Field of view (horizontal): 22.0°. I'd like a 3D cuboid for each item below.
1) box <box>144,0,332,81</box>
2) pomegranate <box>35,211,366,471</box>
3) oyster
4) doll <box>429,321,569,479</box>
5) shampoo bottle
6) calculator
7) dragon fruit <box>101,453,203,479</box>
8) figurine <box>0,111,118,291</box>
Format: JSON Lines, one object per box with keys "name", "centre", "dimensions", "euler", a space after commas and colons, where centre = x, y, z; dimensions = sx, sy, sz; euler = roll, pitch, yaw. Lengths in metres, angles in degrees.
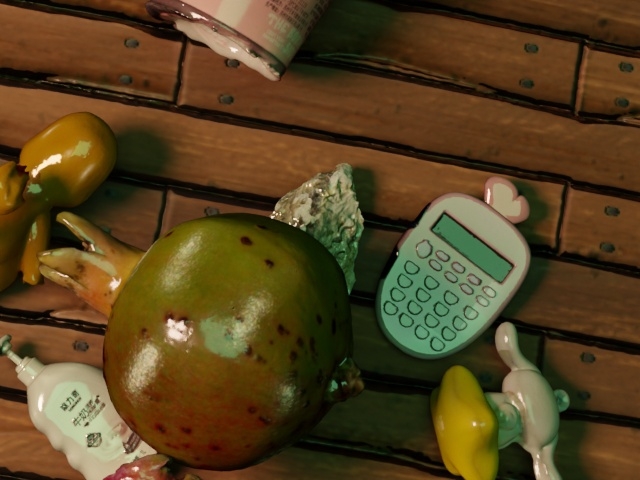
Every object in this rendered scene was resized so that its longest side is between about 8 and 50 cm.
{"name": "box", "centre": [-0.054, -0.209, 1.292], "dimensions": [0.151, 0.151, 0.135], "euler": [30, 89, -3]}
{"name": "pomegranate", "centre": [-0.089, 0.056, 1.213], "dimensions": [0.246, 0.198, 0.198], "euler": [41, 78, -16]}
{"name": "oyster", "centre": [0.001, 0.000, 1.319], "dimensions": [0.098, 0.037, 0.100], "euler": [-26, 86, -10]}
{"name": "doll", "centre": [0.147, 0.131, 1.309], "dimensions": [0.113, 0.071, 0.135], "euler": [11, 76, -14]}
{"name": "shampoo bottle", "centre": [-0.192, 0.125, 1.271], "dimensions": [0.152, 0.045, 0.077], "euler": [41, 79, 0]}
{"name": "calculator", "centre": [0.111, 0.021, 1.339], "dimensions": [0.103, 0.024, 0.166], "euler": [38, 81, -1]}
{"name": "dragon fruit", "centre": [-0.131, 0.268, 1.187], "dimensions": [0.211, 0.147, 0.282], "euler": [31, 114, -12]}
{"name": "figurine", "centre": [-0.230, -0.035, 1.250], "dimensions": [0.176, 0.122, 0.121], "euler": [-41, 86, -10]}
